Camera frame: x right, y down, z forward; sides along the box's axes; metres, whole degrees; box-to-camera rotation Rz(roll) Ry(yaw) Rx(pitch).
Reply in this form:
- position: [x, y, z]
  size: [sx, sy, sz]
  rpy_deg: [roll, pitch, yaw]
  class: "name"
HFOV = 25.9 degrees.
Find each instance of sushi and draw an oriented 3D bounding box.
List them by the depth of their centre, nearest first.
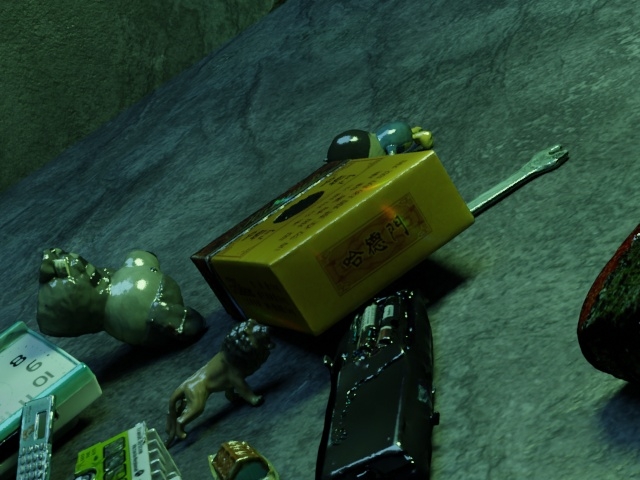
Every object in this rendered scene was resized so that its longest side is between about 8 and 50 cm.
- position: [0.346, 0.045, 1.305]
  size: [0.225, 0.136, 0.126]
  rpy_deg: [-42, 13, -17]
  class: "sushi"

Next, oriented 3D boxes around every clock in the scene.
- position: [-0.458, 0.256, 1.967]
  size: [0.262, 0.116, 0.231]
  rpy_deg: [-40, 34, -22]
  class: "clock"

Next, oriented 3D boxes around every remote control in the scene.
- position: [0.064, 0.162, 1.528]
  size: [0.144, 0.062, 0.399]
  rpy_deg: [-26, 19, 14]
  class: "remote control"

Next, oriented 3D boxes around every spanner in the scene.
- position: [0.213, -0.050, 1.903]
  size: [0.302, 0.017, 0.071]
  rpy_deg: [-33, 19, -8]
  class: "spanner"

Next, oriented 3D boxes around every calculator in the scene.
- position: [-0.373, 0.282, 1.809]
  size: [0.057, 0.018, 0.172]
  rpy_deg: [-17, 53, 22]
  class: "calculator"

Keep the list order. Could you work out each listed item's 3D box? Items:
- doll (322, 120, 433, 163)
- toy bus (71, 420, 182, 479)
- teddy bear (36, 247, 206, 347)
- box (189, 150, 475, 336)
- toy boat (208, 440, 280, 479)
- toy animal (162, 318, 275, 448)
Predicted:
- position: [0.091, -0.141, 2.222]
  size: [0.179, 0.089, 0.102]
  rpy_deg: [-10, 16, -13]
  class: "doll"
- position: [-0.197, 0.300, 1.502]
  size: [0.139, 0.113, 0.302]
  rpy_deg: [-27, 18, -2]
  class: "toy bus"
- position: [-0.303, 0.086, 2.058]
  size: [0.171, 0.251, 0.144]
  rpy_deg: [139, 139, -62]
  class: "teddy bear"
- position: [0.000, 0.000, 1.862]
  size: [0.264, 0.116, 0.415]
  rpy_deg: [-36, 12, -14]
  class: "box"
- position: [-0.079, 0.256, 1.497]
  size: [0.065, 0.066, 0.172]
  rpy_deg: [-31, 20, -13]
  class: "toy boat"
- position: [-0.129, 0.190, 1.737]
  size: [0.220, 0.086, 0.069]
  rpy_deg: [-48, 16, 3]
  class: "toy animal"
